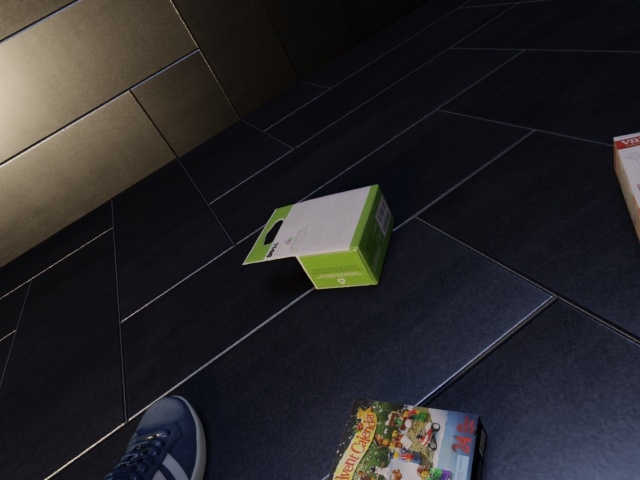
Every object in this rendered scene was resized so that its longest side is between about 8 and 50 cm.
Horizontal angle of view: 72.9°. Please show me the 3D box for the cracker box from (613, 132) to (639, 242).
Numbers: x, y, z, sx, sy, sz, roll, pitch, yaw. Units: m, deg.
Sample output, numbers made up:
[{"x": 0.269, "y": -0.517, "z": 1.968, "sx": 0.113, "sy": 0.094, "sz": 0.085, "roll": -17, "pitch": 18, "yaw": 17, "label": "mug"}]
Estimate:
[{"x": 0.524, "y": -0.080, "z": 0.608, "sx": 0.156, "sy": 0.067, "sz": 0.232, "roll": -9, "pitch": 38, "yaw": 28, "label": "cracker box"}]

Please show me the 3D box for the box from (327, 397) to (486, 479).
[{"x": 0.078, "y": 0.293, "z": 0.463, "sx": 0.159, "sy": 0.044, "sz": 0.233, "roll": -5, "pitch": 40, "yaw": 32, "label": "box"}]

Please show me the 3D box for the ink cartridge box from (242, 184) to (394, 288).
[{"x": 0.000, "y": 0.000, "z": 0.872, "sx": 0.255, "sy": 0.097, "sz": 0.188, "roll": -9, "pitch": 38, "yaw": 30, "label": "ink cartridge box"}]

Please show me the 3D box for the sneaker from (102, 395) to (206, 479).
[{"x": -0.250, "y": 0.334, "z": 0.560, "sx": 0.131, "sy": 0.148, "sz": 0.350, "roll": -23, "pitch": 33, "yaw": 9, "label": "sneaker"}]
